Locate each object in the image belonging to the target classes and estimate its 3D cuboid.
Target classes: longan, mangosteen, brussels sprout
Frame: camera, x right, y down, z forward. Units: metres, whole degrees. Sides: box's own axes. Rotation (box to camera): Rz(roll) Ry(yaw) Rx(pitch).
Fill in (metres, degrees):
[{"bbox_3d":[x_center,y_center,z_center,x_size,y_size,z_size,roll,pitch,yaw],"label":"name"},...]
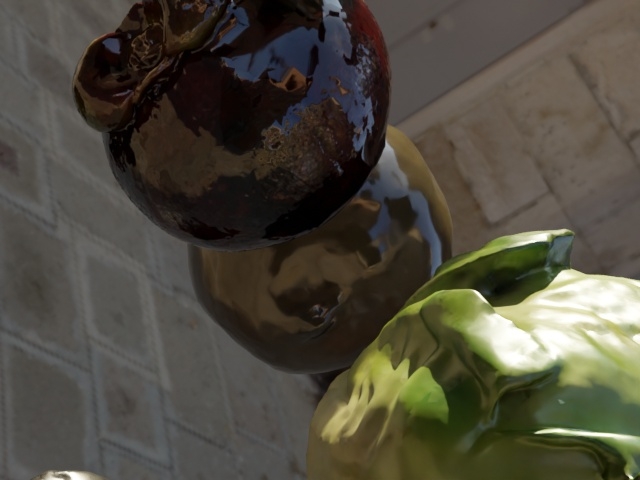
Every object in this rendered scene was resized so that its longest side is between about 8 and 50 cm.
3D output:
[{"bbox_3d":[-0.003,0.000,1.112,0.297,0.297,0.297,52,16,-22],"label":"longan"},{"bbox_3d":[-0.041,-0.072,0.480,0.152,0.152,0.152,52,16,-22],"label":"mangosteen"},{"bbox_3d":[0.132,0.122,0.618,0.259,0.294,0.227,-49,126,-62],"label":"brussels sprout"}]

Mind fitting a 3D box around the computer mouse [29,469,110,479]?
[{"bbox_3d":[-0.135,0.259,0.611,0.137,0.086,0.270,-32,106,-33],"label":"computer mouse"}]
